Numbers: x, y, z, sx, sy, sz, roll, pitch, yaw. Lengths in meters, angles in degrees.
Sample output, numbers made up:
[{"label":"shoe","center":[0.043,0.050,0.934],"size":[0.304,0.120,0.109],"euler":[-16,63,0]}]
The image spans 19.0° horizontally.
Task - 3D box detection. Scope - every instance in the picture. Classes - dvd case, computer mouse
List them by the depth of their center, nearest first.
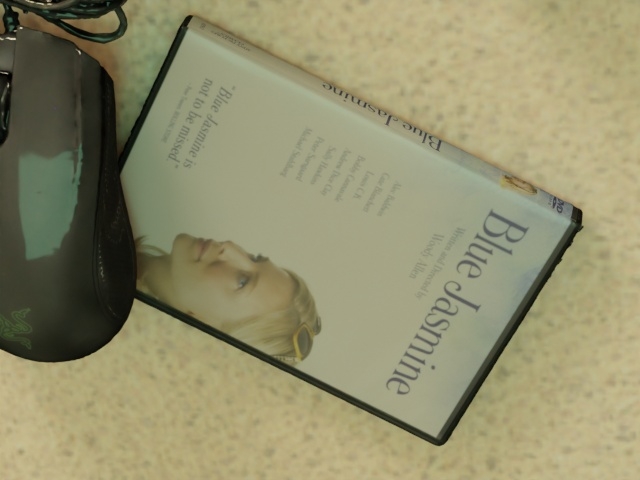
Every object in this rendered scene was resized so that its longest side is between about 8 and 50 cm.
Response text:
[{"label":"computer mouse","center":[-0.183,-0.042,1.083],"size":[0.189,0.072,0.272],"euler":[0,114,17]},{"label":"dvd case","center":[0.000,0.000,1.115],"size":[0.253,0.022,0.180],"euler":[26,119,-4]}]
